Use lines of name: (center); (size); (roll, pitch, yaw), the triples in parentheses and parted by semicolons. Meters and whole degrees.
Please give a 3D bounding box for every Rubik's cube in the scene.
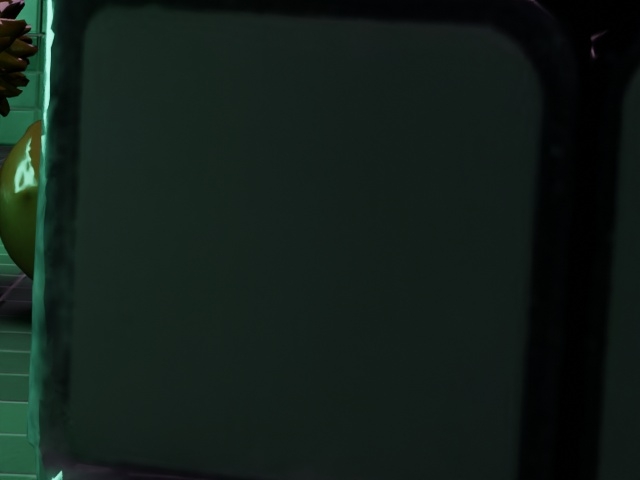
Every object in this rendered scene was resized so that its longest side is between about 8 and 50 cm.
Rubik's cube: (0.106, -0.075, 0.592); (0.316, 0.313, 0.318); (4, 6, 13)

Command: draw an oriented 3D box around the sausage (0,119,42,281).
sausage: (-0.050, -0.015, 0.927); (0.241, 0.120, 0.136); (7, -28, 15)

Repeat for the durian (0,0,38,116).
durian: (-0.296, -0.105, 1.015); (0.258, 0.293, 0.258); (-14, -30, -8)
